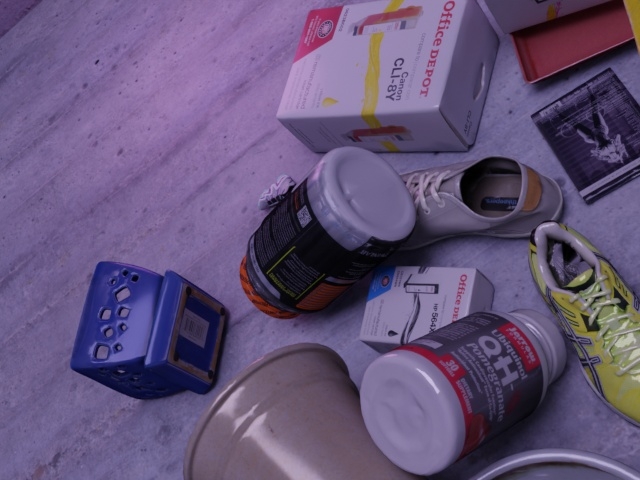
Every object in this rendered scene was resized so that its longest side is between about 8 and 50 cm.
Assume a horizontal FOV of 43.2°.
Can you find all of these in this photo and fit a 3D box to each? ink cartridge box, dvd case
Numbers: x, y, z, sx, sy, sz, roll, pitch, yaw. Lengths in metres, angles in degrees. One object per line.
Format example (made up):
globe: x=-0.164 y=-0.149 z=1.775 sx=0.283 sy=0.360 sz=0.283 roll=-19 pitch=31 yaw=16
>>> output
ink cartridge box: x=0.417 y=-0.525 z=1.495 sx=0.232 sy=0.168 sz=0.171 roll=-12 pitch=59 yaw=28
ink cartridge box: x=0.186 y=0.125 z=1.424 sx=0.203 sy=0.086 sz=0.148 roll=-1 pitch=66 yaw=35
ink cartridge box: x=0.135 y=-0.337 z=1.652 sx=0.384 sy=0.160 sz=0.279 roll=4 pitch=68 yaw=35
dvd case: x=0.492 y=-0.188 z=1.429 sx=0.164 sy=0.018 sz=0.221 roll=-31 pitch=52 yaw=15

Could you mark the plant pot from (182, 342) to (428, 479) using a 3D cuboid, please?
plant pot: x=0.008 y=0.380 z=1.247 sx=0.305 sy=0.334 sz=0.334 roll=37 pitch=89 yaw=40

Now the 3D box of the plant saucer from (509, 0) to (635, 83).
plant saucer: x=0.489 y=-0.434 z=1.541 sx=0.258 sy=0.047 sz=0.259 roll=-22 pitch=55 yaw=23

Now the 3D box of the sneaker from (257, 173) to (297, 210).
sneaker: x=-0.088 y=-0.094 z=1.753 sx=0.098 sy=0.038 sz=0.069 roll=-50 pitch=49 yaw=2

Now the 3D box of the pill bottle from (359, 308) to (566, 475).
pill bottle: x=0.225 y=0.205 z=1.200 sx=0.176 sy=0.318 sz=0.176 roll=18 pitch=116 yaw=43

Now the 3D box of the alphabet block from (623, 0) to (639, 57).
alphabet block: x=0.615 y=-0.305 z=1.291 sx=0.193 sy=0.197 sz=0.192 roll=-19 pitch=58 yaw=25

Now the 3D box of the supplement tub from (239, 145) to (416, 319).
supplement tub: x=0.000 y=0.000 z=1.479 sx=0.338 sy=0.207 sz=0.207 roll=-42 pitch=45 yaw=43

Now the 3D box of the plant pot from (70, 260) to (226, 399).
plant pot: x=-0.334 y=0.187 z=1.650 sx=0.212 sy=0.236 sz=0.236 roll=-2 pitch=64 yaw=27

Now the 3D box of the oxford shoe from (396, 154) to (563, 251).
oxford shoe: x=0.212 y=-0.074 z=1.486 sx=0.449 sy=0.130 sz=0.169 roll=-3 pitch=69 yaw=35

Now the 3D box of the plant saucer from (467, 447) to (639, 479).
plant saucer: x=0.333 y=0.489 z=1.089 sx=0.400 sy=0.100 sz=0.401 roll=-13 pitch=62 yaw=25

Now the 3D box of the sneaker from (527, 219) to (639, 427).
sneaker: x=0.425 y=0.127 z=1.225 sx=0.145 sy=0.147 sz=0.385 roll=-39 pitch=52 yaw=8
